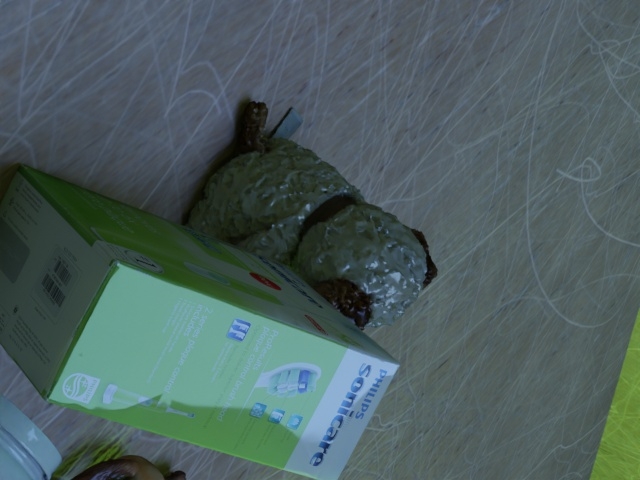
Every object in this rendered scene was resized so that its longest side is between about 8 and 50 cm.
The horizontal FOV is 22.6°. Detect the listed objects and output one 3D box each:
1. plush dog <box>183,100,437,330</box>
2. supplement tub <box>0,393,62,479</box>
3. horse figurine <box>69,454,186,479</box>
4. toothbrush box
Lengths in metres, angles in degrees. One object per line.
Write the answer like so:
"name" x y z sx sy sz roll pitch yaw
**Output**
"plush dog" 0.000 0.000 1.532 0.262 0.225 0.210 -30 144 -48
"supplement tub" -0.315 0.210 1.259 0.200 0.144 0.144 -49 155 -21
"horse figurine" -0.210 0.283 1.659 0.174 0.066 0.263 -46 157 -15
"toothbrush box" -0.113 0.068 1.278 0.283 0.206 0.122 24 99 -36
